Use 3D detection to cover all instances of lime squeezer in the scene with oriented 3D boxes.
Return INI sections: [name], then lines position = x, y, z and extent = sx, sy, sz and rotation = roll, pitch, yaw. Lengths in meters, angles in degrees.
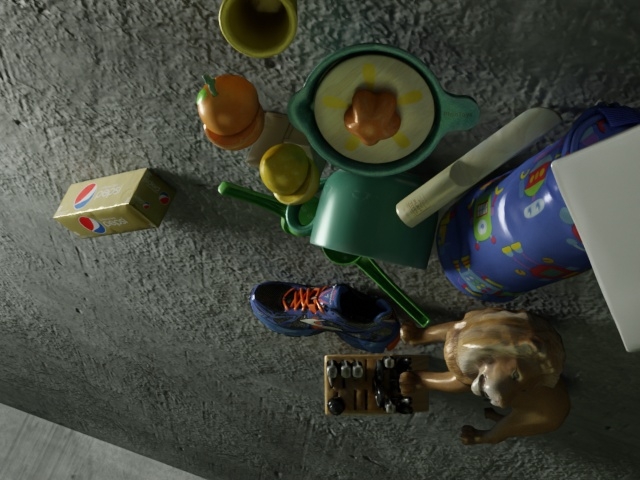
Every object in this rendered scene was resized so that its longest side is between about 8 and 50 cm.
[lime squeezer]
position = 0.000, 0.000, 1.235
extent = 0.310, 0.110, 0.059
rotation = 34, 124, -23

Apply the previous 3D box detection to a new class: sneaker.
[sneaker]
position = 0.008, 0.090, 1.444
extent = 0.221, 0.083, 0.087
rotation = 9, 146, 4

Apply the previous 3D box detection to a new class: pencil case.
[pencil case]
position = 0.218, -0.030, 0.978
extent = 0.119, 0.133, 0.306
rotation = 1, 165, -17

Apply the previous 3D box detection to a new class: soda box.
[soda box]
position = -0.281, -0.048, 1.399
extent = 0.181, 0.061, 0.058
rotation = -7, 141, 44

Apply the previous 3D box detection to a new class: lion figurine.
[lion figurine]
position = 0.258, 0.192, 1.408
extent = 0.240, 0.142, 0.392
rotation = -5, 158, 30

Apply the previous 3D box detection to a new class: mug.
[mug]
position = 0.049, -0.032, 1.113
extent = 0.158, 0.097, 0.129
rotation = 13, -179, -9

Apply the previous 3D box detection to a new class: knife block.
[knife block]
position = 0.036, 0.211, 1.515
extent = 0.242, 0.088, 0.276
rotation = 8, 170, -44

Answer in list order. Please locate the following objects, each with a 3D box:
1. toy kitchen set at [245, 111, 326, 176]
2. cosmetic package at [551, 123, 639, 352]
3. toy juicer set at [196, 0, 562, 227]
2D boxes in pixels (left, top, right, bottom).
[toy kitchen set]
position = -0.046, -0.090, 1.138
extent = 0.083, 0.068, 0.075
rotation = 14, 153, 16
[cosmetic package]
position = 0.370, -0.063, 0.644
extent = 0.385, 0.217, 0.156
rotation = -22, 88, 48
[toy juicer set]
position = 0.034, -0.094, 0.963
extent = 0.329, 0.089, 0.209
rotation = 25, 124, -10
